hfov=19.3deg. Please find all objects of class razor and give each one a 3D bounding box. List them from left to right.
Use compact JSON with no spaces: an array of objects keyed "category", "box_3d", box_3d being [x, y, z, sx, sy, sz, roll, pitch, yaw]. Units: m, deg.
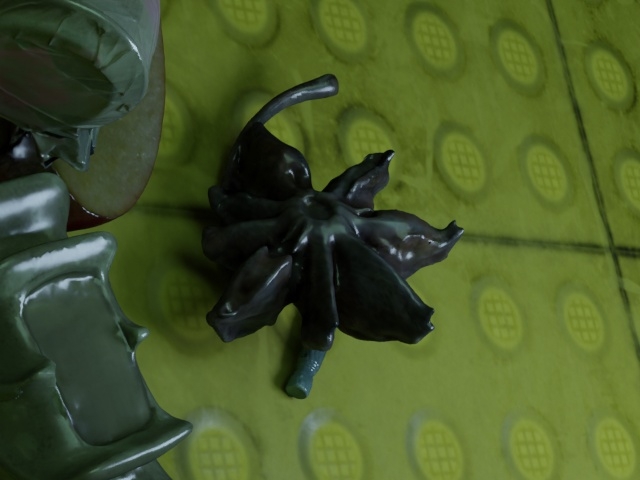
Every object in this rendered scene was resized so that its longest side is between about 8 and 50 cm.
[{"category":"razor","box_3d":[0.011,0.067,1.973,0.106,0.068,0.232,41,52,-22]}]

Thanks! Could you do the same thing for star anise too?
[{"category":"star anise","box_3d":[0.000,0.000,1.901,0.316,0.139,0.359,40,52,16]}]

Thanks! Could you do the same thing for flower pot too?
[{"category":"flower pot","box_3d":[-0.238,0.145,1.517,0.165,0.254,0.367,-21,85,-49]}]

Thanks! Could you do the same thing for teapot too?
[{"category":"teapot","box_3d":[-0.190,-0.177,1.489,0.221,0.163,0.178,51,39,-45]}]

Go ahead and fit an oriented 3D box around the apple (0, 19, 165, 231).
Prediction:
[{"category":"apple","box_3d":[-0.277,-0.195,1.617,0.295,0.329,0.364,0,80,-8]}]
